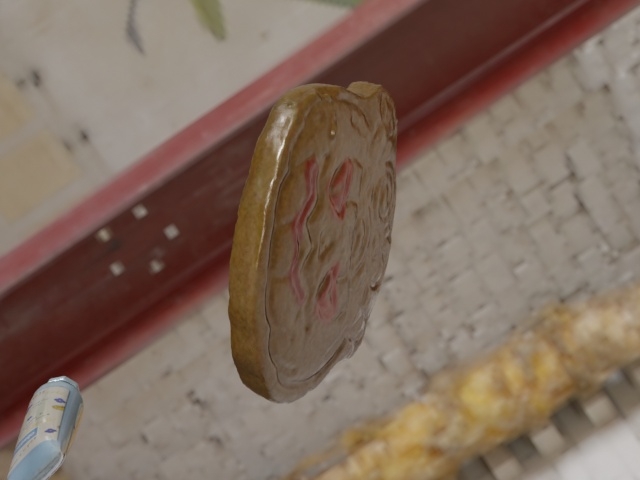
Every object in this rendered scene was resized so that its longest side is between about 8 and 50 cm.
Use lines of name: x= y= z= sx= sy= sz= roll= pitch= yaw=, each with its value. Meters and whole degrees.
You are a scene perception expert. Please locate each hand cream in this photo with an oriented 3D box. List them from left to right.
hand cream: x=-0.210 y=0.150 z=1.241 sx=0.043 sy=0.065 sz=0.170 roll=42 pitch=11 yaw=-13

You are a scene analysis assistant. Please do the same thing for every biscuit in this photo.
biscuit: x=0.002 y=0.000 z=1.387 sx=0.049 sy=0.272 sz=0.257 roll=13 pitch=14 yaw=25
